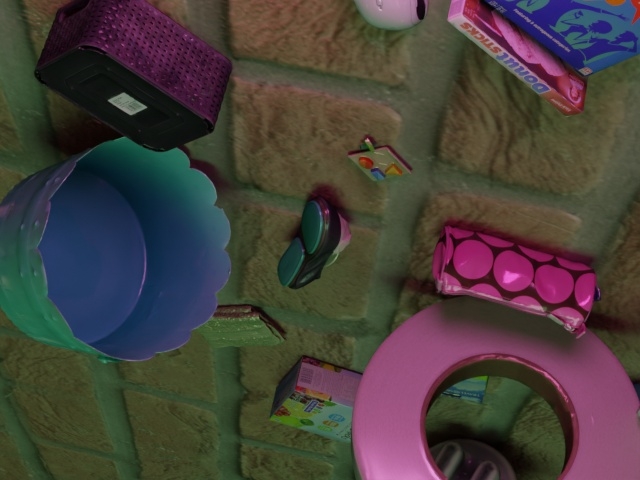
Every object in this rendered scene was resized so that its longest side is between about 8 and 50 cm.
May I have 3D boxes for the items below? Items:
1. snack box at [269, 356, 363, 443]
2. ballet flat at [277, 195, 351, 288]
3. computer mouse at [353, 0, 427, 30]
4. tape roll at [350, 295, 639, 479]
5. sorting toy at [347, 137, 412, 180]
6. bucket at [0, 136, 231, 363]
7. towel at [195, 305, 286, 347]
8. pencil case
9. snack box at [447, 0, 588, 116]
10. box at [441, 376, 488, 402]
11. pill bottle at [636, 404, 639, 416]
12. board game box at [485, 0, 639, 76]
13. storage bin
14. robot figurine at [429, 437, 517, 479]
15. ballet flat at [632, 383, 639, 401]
[{"bbox_3d":[0.036,0.280,2.249,0.207,0.070,0.174,17,153,-9],"label":"snack box"},{"bbox_3d":[0.000,0.000,1.728,0.074,0.074,0.203,18,147,-8],"label":"ballet flat"},{"bbox_3d":[0.057,-0.247,1.228,0.106,0.042,0.193,3,152,18],"label":"computer mouse"},{"bbox_3d":[0.232,0.257,1.752,0.392,0.392,0.072,11,154,6],"label":"tape roll"},{"bbox_3d":[0.062,-0.094,1.560,0.062,0.012,0.083,-7,148,36],"label":"sorting toy"},{"bbox_3d":[-0.268,0.015,1.659,0.281,0.281,0.183,32,157,-33],"label":"bucket"},{"bbox_3d":[-0.137,0.138,2.100,0.148,0.027,0.110,-3,148,30],"label":"towel"},{"bbox_3d":[0.241,0.052,1.667,0.209,0.098,0.095,15,154,-1],"label":"pencil case"},{"bbox_3d":[0.190,-0.188,1.255,0.178,0.064,0.022,32,148,-33],"label":"snack box"},{"bbox_3d":[0.203,0.188,2.015,0.109,0.042,0.178,10,154,8],"label":"box"},{"bbox_3d":[0.593,0.241,1.649,0.361,0.204,0.204,32,157,14],"label":"pill bottle"},{"bbox_3d":[0.261,-0.231,1.154,0.160,0.047,0.210,30,149,-29],"label":"board game box"},{"bbox_3d":[-0.201,-0.182,1.436,0.180,0.084,0.122,33,148,-33],"label":"storage bin"},{"bbox_3d":[0.262,0.484,2.393,0.300,0.200,0.353,30,160,23],"label":"robot figurine"},{"bbox_3d":[0.501,0.247,1.939,0.231,0.077,0.077,-23,115,47],"label":"ballet flat"}]
